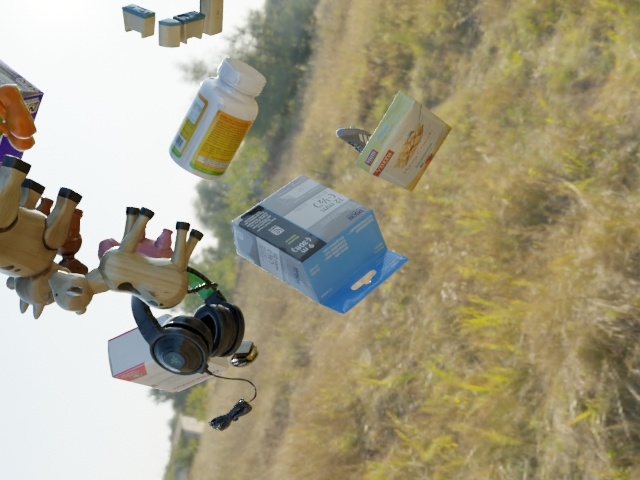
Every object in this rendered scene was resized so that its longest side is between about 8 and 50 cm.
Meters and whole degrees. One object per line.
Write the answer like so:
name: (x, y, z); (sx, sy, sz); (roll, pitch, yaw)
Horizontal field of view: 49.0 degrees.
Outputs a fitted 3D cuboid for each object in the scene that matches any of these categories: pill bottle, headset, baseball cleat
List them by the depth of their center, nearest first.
pill bottle: (-0.219, -0.265, 1.521); (0.245, 0.136, 0.136); (-57, 14, 23)
headset: (-0.288, 0.239, 1.605); (0.185, 0.394, 0.243); (-42, -11, 30)
baseball cleat: (0.137, -0.292, 2.193); (0.072, 0.206, 0.109); (-13, 73, 54)

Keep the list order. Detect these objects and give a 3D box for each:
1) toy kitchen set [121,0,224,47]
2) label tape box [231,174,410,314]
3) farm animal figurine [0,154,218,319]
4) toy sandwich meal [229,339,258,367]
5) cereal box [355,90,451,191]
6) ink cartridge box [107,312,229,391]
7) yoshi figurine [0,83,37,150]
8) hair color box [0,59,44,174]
toy kitchen set: (-0.377, -0.595, 1.805); (0.207, 0.166, 0.122); (-38, -33, -46)
label tape box: (0.000, 0.000, 1.648); (0.249, 0.348, 0.115); (-36, -42, -32)
farm animal figurine: (-0.352, 0.015, 0.905); (0.330, 0.327, 0.172); (6, 73, 40)
toy sandwich meal: (-0.192, 0.282, 1.748); (0.085, 0.086, 0.029); (-89, -18, -63)
cereal box: (0.182, -0.203, 1.488); (0.173, 0.047, 0.240); (-59, -26, 12)
ink cartridge box: (-0.421, 0.322, 1.963); (0.283, 0.207, 0.117); (39, -151, -60)
yoshi figurine: (-0.672, -0.132, 1.208); (0.203, 0.362, 0.203); (43, 148, 40)
hair color box: (-0.808, -0.258, 1.680); (0.338, 0.185, 0.110); (-57, -8, 30)
